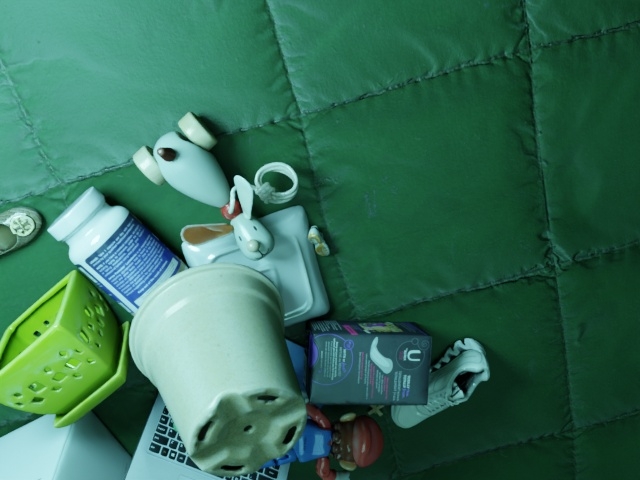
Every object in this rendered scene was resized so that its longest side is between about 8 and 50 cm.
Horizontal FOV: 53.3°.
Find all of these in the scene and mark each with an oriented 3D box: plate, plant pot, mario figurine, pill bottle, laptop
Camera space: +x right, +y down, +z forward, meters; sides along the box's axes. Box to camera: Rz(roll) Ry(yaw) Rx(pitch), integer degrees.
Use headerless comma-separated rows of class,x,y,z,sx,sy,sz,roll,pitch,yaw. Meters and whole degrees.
plate,-0.131,0.091,1.403,0.277,0.045,0.278,-18,113,-9
plant pot,-0.177,0.263,1.236,0.333,0.305,0.334,-13,125,-19
mario figurine,-0.012,0.464,1.481,0.320,0.170,0.198,4,121,-10
pill bottle,-0.411,0.026,1.303,0.153,0.153,0.265,-38,113,9
plant pot,-0.533,0.240,1.346,0.228,0.227,0.207,-38,118,9
laptop,-0.186,0.435,1.469,0.381,0.408,0.236,28,141,-17

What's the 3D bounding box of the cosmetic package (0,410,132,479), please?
cosmetic package,-0.601,0.656,1.453,0.329,0.327,0.394,-27,114,4

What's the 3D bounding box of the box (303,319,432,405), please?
box,0.102,0.277,1.461,0.270,0.143,0.165,3,95,-8

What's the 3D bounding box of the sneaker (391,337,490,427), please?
sneaker,0.290,0.366,1.557,0.110,0.118,0.292,40,104,-22

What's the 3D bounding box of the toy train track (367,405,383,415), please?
toy train track,0.129,0.411,1.611,0.048,0.014,0.083,-36,107,16

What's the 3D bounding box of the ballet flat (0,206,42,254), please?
ballet flat,-0.689,0.007,1.311,0.249,0.058,0.084,-24,114,3

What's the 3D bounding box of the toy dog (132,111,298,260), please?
toy dog,-0.216,-0.100,1.244,0.333,0.161,0.220,29,102,-5

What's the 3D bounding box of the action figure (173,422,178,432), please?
action figure,-0.208,0.388,1.385,0.232,0.137,0.064,-12,115,5

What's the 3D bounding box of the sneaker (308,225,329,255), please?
sneaker,0.000,0.000,1.410,0.031,0.037,0.083,-9,139,19
